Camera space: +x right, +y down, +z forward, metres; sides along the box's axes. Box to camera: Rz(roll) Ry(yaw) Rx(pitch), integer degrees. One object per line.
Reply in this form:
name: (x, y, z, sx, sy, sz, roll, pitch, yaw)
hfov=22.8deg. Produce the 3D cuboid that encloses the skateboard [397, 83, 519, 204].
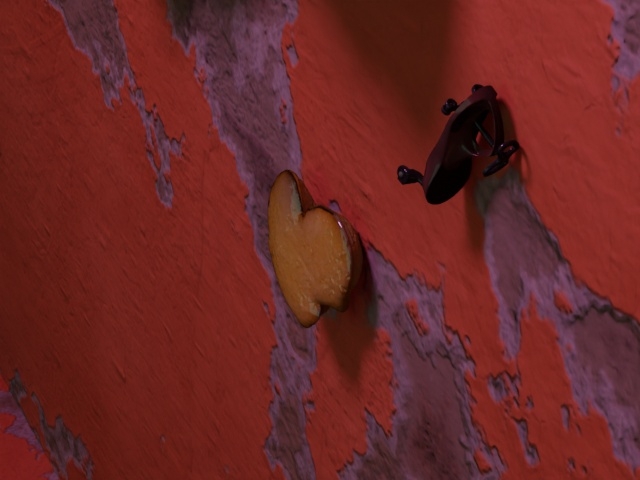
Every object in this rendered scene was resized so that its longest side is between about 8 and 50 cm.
skateboard: (0.138, -0.084, 1.514, 0.080, 0.067, 0.151, 56, 146, 21)

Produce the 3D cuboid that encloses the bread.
bread: (0.000, 0.000, 1.863, 0.149, 0.065, 0.187, -39, 63, 52)
